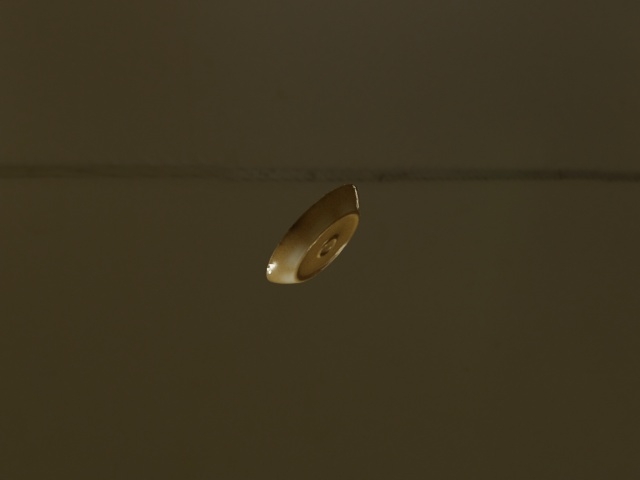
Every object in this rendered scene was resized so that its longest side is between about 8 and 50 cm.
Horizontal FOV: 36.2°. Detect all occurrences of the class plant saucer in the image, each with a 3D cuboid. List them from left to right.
[{"bbox_3d":[0.000,0.000,0.634,0.015,0.083,0.083,42,-127,18],"label":"plant saucer"}]
